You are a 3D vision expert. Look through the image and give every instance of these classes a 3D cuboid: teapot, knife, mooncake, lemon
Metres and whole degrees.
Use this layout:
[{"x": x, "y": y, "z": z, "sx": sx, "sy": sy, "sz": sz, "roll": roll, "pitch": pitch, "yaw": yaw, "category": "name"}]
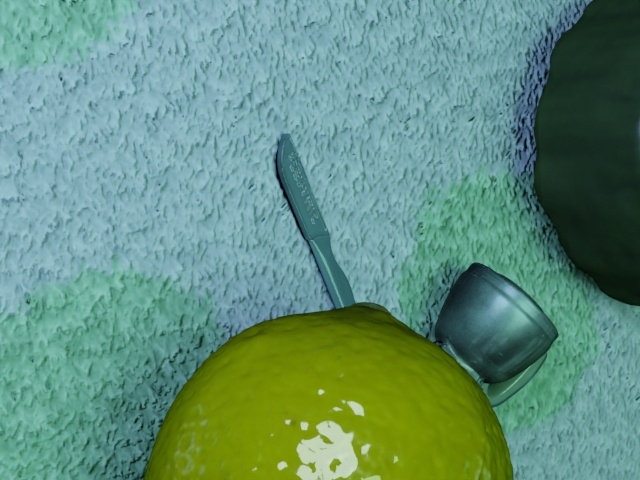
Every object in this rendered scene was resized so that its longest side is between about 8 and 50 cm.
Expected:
[{"x": 0.159, "y": 0.096, "z": 1.524, "sx": 0.111, "sy": 0.149, "sz": 0.108, "roll": 41, "pitch": 83, "yaw": 13, "category": "teapot"}, {"x": -0.001, "y": 0.000, "z": 1.453, "sx": 0.028, "sy": 0.015, "sz": 0.210, "roll": -29, "pitch": 106, "yaw": -22, "category": "knife"}, {"x": 0.385, "y": -0.098, "z": 1.597, "sx": 0.356, "sy": 0.194, "sz": 0.356, "roll": -4, "pitch": 97, "yaw": -35, "category": "mooncake"}, {"x": 0.002, "y": 0.222, "z": 1.287, "sx": 0.336, "sy": 0.336, "sz": 0.336, "roll": -1, "pitch": 92, "yaw": -33, "category": "lemon"}]
